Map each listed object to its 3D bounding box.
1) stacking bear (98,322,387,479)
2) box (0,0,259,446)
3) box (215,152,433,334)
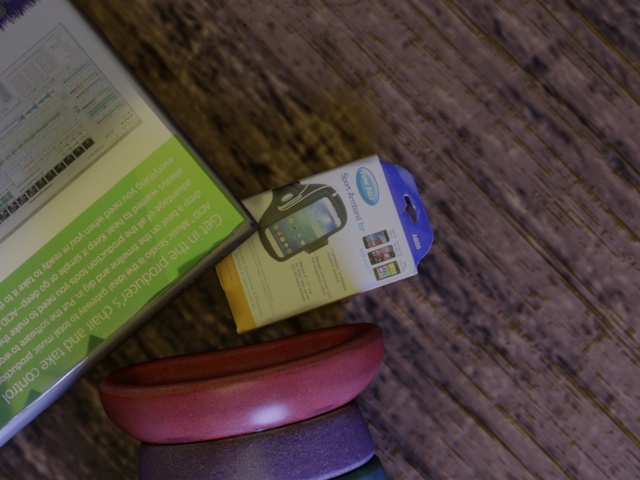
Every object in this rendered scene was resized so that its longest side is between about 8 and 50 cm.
[{"bbox_3d":[-0.024,0.211,0.961,0.175,0.164,0.289,-10,93,2],"label":"stacking bear"},{"bbox_3d":[-0.225,-0.057,1.005,0.232,0.058,0.322,-40,83,4],"label":"box"},{"bbox_3d":[0.000,0.000,1.022,0.136,0.028,0.081,-18,87,0],"label":"box"}]
